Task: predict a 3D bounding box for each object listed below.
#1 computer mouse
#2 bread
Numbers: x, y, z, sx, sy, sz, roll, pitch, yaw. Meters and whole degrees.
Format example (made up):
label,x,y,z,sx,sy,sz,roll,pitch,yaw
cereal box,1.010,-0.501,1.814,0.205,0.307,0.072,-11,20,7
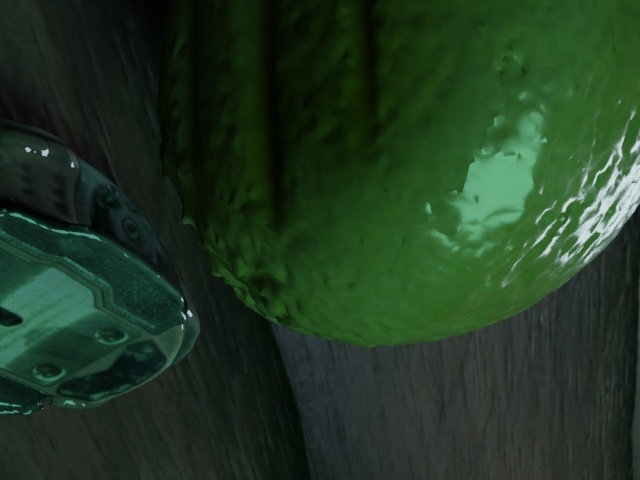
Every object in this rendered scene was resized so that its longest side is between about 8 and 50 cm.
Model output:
label,x,y,z,sx,sy,sz,roll,pitch,yaw
computer mouse,-0.229,-0.009,1.101,0.199,0.115,0.389,-32,136,25
bread,0.047,-0.100,0.977,0.320,0.320,0.237,-41,154,19
